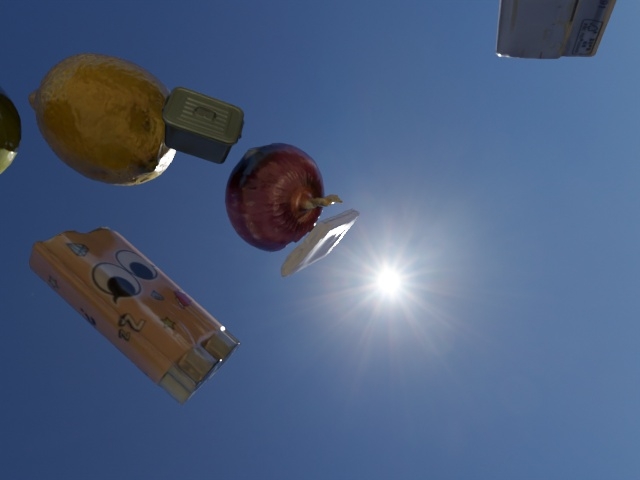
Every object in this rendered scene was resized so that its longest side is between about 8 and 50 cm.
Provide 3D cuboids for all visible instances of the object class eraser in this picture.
[{"bbox_3d":[-0.268,0.103,0.643,0.291,0.171,0.087,41,-77,4],"label":"eraser"}]

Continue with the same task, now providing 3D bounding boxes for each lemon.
[{"bbox_3d":[-0.388,-0.224,0.786,0.254,0.228,0.228,34,-114,-15],"label":"lemon"}]

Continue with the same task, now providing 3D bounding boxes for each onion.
[{"bbox_3d":[-0.093,-0.094,0.832,0.207,0.200,0.200,-41,-71,0],"label":"onion"}]

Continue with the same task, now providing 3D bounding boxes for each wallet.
[{"bbox_3d":[0.000,0.000,0.719,0.032,0.124,0.183,46,-156,9],"label":"wallet"}]

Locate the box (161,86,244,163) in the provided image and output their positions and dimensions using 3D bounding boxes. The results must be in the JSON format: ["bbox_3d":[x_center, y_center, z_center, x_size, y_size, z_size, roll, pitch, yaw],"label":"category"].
[{"bbox_3d":[-0.189,-0.178,0.678,0.123,0.069,0.084,17,-124,-17],"label":"box"}]

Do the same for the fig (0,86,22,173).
[{"bbox_3d":[-0.534,-0.178,0.600,0.181,0.181,0.191,-44,-44,-30],"label":"fig"}]

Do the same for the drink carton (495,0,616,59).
[{"bbox_3d":[0.245,-0.315,0.419,0.134,0.102,0.222,46,-123,-62],"label":"drink carton"}]
